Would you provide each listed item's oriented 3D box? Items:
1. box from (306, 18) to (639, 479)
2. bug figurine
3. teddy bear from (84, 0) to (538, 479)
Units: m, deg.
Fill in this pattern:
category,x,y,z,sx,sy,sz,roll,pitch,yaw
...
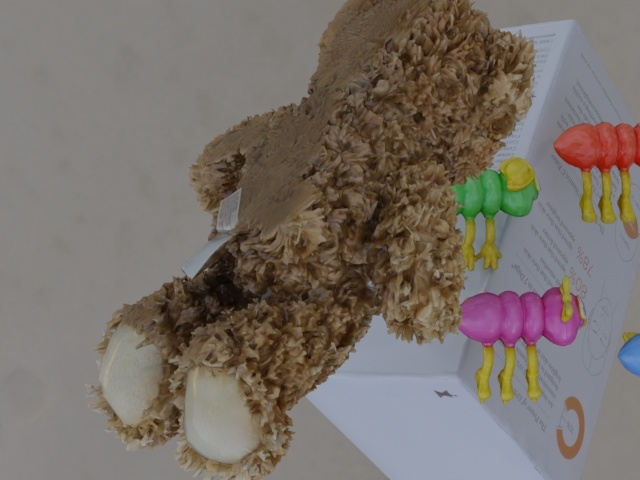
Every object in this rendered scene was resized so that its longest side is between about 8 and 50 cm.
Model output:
category,x,y,z,sx,sy,sz,roll,pitch,yaw
box,0.141,0.020,1.175,0.168,0.345,0.215,-2,144,37
bug figurine,0.185,0.008,0.989,0.216,0.279,0.072,-5,141,-6
teddy bear,0.000,0.000,0.838,0.245,0.338,0.113,-10,135,44
